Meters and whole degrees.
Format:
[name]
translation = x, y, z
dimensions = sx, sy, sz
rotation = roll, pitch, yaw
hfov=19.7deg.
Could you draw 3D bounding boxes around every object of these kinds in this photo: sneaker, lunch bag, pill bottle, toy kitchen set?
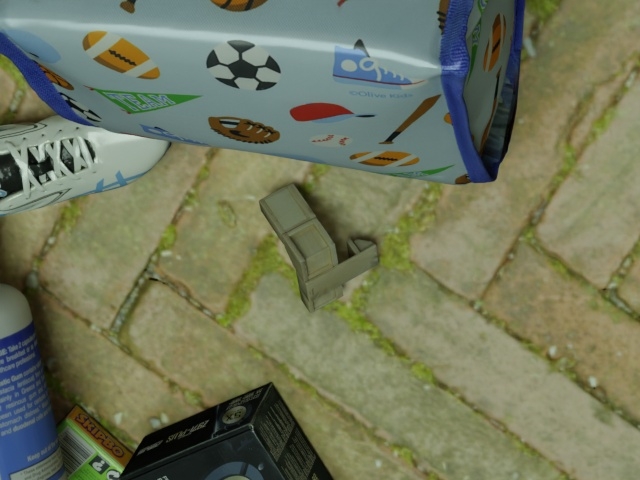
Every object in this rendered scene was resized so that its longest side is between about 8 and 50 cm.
[sneaker]
translation = -0.234, -0.063, 1.543
dimensions = 0.237, 0.086, 0.085
rotation = -13, 110, 19
[lunch bag]
translation = -0.024, -0.166, 1.311
dimensions = 0.327, 0.385, 0.239
rotation = 9, 76, 12
[pill bottle]
translation = -0.316, 0.125, 1.608
dimensions = 0.152, 0.152, 0.272
rotation = -7, 101, 18
[toy kitchen set]
translation = 0.000, 0.000, 1.545
dimensions = 0.068, 0.075, 0.083
rotation = -28, 149, -12

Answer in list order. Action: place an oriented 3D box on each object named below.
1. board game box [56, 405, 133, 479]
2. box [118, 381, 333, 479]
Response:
[board game box]
translation = -0.264, 0.276, 1.745
dimensions = 0.124, 0.039, 0.259
rotation = 43, 116, -7
[box]
translation = -0.067, 0.240, 1.649
dimensions = 0.147, 0.077, 0.180
rotation = -24, 107, 23
